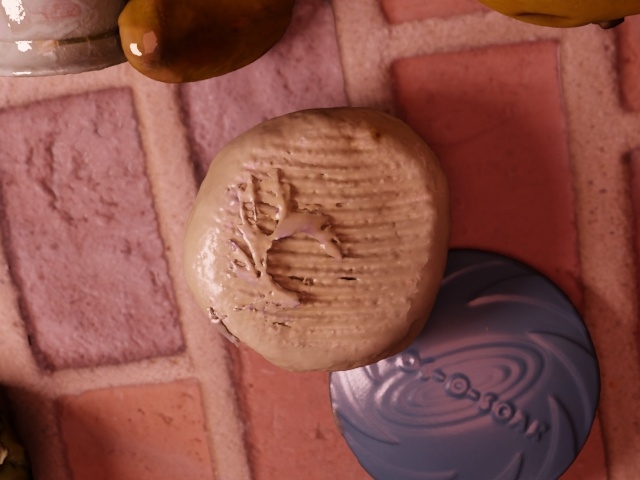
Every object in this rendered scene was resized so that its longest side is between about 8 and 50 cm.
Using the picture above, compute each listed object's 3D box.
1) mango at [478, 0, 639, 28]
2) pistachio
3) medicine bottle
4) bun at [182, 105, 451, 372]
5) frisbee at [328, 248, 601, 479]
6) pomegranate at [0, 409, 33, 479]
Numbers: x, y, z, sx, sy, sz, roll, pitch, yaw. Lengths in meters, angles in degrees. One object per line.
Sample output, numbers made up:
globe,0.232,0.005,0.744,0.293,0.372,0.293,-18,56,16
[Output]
mango,0.160,-0.375,0.868,0.445,0.220,0.301,45,108,-6
pistachio,-0.113,-0.210,1.000,0.100,0.189,0.110,44,149,29
medicine bottle,-0.254,-0.231,0.984,0.147,0.147,0.143,-2,111,5
bun,-0.003,-0.004,1.030,0.273,0.168,0.272,-1,98,-4
frisbee,0.150,0.154,1.096,0.290,0.049,0.289,1,96,7
pomegranate,-0.435,0.272,1.159,0.204,0.276,0.222,-22,84,-27
